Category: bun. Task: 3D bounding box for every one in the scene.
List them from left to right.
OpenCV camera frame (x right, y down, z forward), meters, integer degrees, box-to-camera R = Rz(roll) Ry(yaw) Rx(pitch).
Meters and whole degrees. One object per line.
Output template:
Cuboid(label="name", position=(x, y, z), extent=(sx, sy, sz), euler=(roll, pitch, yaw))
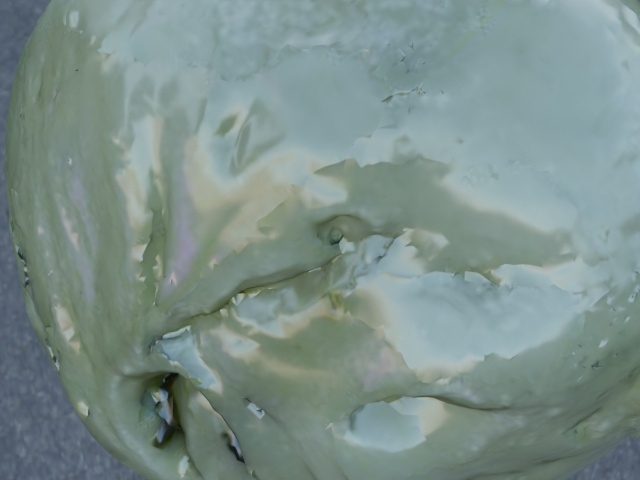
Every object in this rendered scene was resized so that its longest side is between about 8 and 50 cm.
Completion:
Cuboid(label="bun", position=(0.000, 0.000, 0.506), extent=(0.362, 0.326, 0.234), euler=(-8, 36, 49))
